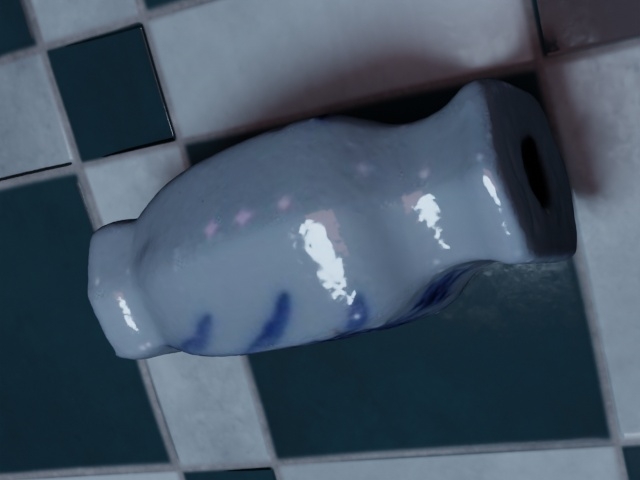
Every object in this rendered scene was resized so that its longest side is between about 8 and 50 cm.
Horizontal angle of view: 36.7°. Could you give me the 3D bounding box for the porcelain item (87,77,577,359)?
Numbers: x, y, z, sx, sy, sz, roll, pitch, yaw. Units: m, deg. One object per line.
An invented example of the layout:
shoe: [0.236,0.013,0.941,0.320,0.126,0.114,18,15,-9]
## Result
porcelain item: [0.000,0.000,0.840,0.405,0.242,0.179,-18,82,28]
